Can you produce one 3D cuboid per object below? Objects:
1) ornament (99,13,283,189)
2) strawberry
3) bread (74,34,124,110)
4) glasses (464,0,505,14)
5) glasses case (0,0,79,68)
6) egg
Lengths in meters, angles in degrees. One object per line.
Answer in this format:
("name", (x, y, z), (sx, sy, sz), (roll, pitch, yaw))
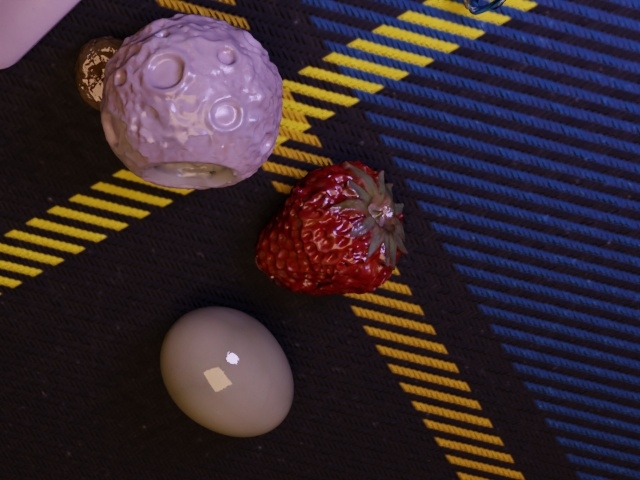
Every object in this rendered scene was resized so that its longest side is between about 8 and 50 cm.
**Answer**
("ornament", (-0.178, -0.196, 1.566), (0.260, 0.259, 0.225), (1, 77, 1))
("strawberry", (0.000, 0.000, 1.699), (0.244, 0.205, 0.205), (-23, 113, 33))
("bread", (-0.317, -0.246, 1.649), (0.082, 0.060, 0.113), (11, 113, -4))
("glasses", (0.243, -0.446, 1.545), (0.239, 0.102, 0.207), (-45, 78, 20))
("glasses case", (-0.396, -0.361, 1.590), (0.297, 0.075, 0.113), (-38, 107, 16))
("egg", (-0.144, 0.209, 1.785), (0.186, 0.186, 0.242), (-41, 112, 18))
